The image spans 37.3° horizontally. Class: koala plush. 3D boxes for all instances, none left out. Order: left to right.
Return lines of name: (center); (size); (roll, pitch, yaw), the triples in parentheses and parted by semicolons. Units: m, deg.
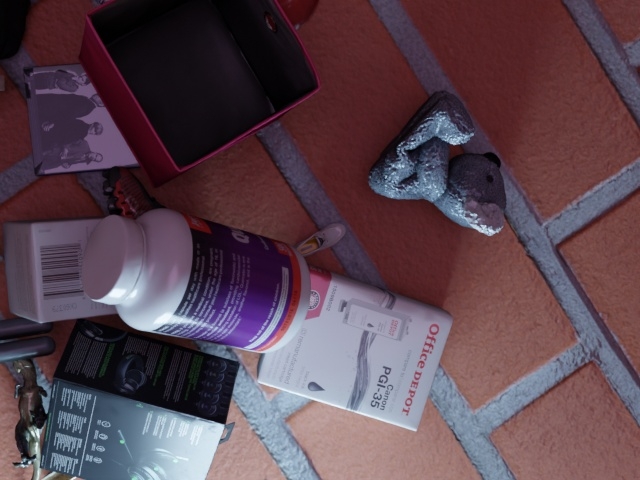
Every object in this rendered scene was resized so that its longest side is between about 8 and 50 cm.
koala plush: (0.215, -0.102, 1.558); (0.221, 0.196, 0.203); (41, 101, -7)

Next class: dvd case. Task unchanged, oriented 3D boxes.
dvd case: (-0.361, -0.205, 1.570); (0.238, 0.029, 0.179); (-5, 94, -5)

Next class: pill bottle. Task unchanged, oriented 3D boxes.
pill bottle: (-0.182, 0.058, 1.417); (0.323, 0.181, 0.182); (17, 93, -40)

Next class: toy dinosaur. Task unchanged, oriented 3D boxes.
toy dinosaur: (-0.476, 0.310, 1.553); (0.064, 0.118, 0.268); (-1, 95, -20)

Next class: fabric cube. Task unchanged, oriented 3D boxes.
fabric cube: (-0.192, -0.256, 1.443); (0.259, 0.258, 0.254); (-32, 96, -15)

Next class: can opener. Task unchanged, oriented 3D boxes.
can opener: (-0.567, 0.172, 1.523); (0.280, 0.093, 0.074); (-10, 77, -3)

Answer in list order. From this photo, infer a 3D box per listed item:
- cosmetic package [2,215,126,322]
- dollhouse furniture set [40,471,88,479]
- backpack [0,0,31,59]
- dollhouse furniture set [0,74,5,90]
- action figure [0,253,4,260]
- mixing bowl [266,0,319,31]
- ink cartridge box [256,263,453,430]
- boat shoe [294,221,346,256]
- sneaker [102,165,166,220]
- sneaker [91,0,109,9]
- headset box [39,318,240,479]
cosmetic package: (-0.398, 0.040, 1.485); (0.151, 0.183, 0.151); (-5, 95, -31)
dollhouse furniture set: (-0.404, 0.410, 1.579); (0.114, 0.081, 0.091); (-33, 113, 8)
backpack: (-0.648, -0.442, 1.436); (0.355, 0.273, 0.290); (18, 110, 7)
dollhouse furniture set: (-0.581, -0.200, 1.508); (0.151, 0.144, 0.123); (-3, 99, -19)
action figure: (-0.673, 0.031, 1.486); (0.330, 0.178, 0.341); (8, 96, -5)
mixing bowl: (-0.086, -0.426, 1.545); (0.181, 0.098, 0.182); (0, 93, -5)
ink cartridge box: (0.056, 0.173, 1.587); (0.283, 0.117, 0.207); (18, 91, -6)
boat shoe: (0.000, 0.000, 1.612); (0.100, 0.035, 0.035); (-25, 95, -3)
sneaker: (-0.257, -0.010, 1.561); (0.135, 0.097, 0.276); (-29, 91, -11)
sneaker: (-0.363, -0.409, 1.542); (0.052, 0.058, 0.135); (-41, 97, -1)
headset box: (-0.278, 0.279, 1.498); (0.283, 0.131, 0.246); (16, 132, -5)
